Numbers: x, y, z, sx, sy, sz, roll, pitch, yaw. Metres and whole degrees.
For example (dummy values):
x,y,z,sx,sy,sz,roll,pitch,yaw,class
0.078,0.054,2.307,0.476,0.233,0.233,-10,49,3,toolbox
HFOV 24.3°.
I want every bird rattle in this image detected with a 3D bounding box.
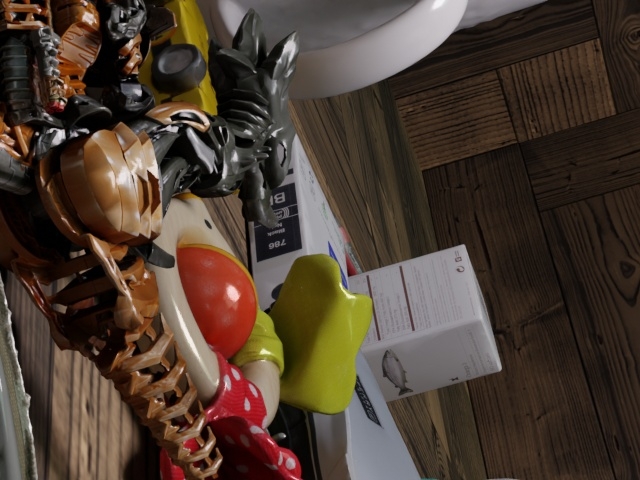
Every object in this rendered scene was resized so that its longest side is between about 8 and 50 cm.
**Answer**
x,y,z,sx,sy,sz,roll,pitch,yaw,class
-0.074,0.075,0.956,0.207,0.143,0.253,60,24,-10,bird rattle

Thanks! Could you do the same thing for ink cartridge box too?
x,y,z,sx,sy,sz,roll,pitch,yaw,class
-0.013,0.063,1.399,0.332,0.065,0.165,-99,169,-48,ink cartridge box

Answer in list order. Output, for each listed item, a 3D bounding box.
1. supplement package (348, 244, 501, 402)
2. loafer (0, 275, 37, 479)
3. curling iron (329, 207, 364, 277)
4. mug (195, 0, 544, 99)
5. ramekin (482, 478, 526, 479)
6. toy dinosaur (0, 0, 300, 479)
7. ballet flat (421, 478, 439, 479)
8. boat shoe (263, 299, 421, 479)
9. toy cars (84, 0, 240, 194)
x,y,z,sx,sy,sz,roll,pitch,yaw,class
0.086,0.095,1.572,0.105,0.179,0.105,63,13,-49,supplement package
-0.149,0.010,0.528,0.087,0.094,0.251,16,58,-75,loafer
0.000,0.000,1.639,0.035,0.068,0.274,-79,146,-69,curling iron
0.013,-0.261,1.278,0.276,0.328,0.374,65,13,-44,mug
0.145,0.327,1.292,0.127,0.273,0.273,55,16,-25,ramekin
-0.124,-0.037,0.765,0.218,0.164,0.321,-27,119,-67,toy dinosaur
0.036,0.296,1.136,0.409,0.147,0.147,-34,108,-76,ballet flat
-0.004,0.162,1.085,0.113,0.105,0.306,37,21,-43,boat shoe
-0.147,-0.205,1.005,0.176,0.087,0.393,6,65,-86,toy cars
